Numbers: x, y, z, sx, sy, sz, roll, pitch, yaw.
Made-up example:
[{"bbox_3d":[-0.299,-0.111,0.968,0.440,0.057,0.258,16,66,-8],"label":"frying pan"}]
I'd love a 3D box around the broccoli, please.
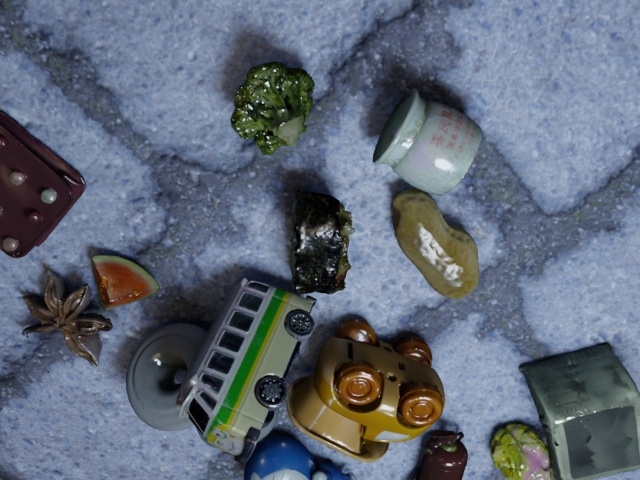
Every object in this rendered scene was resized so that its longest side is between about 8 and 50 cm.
[{"bbox_3d":[-0.076,-0.218,0.996,0.146,0.138,0.162,3,131,-35],"label":"broccoli"}]

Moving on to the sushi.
[{"bbox_3d":[0.000,0.000,1.099,0.115,0.147,0.212,-3,132,-6],"label":"sushi"}]

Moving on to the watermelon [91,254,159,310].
[{"bbox_3d":[-0.381,0.090,1.150,0.136,0.094,0.125,1,113,3],"label":"watermelon"}]

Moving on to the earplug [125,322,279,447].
[{"bbox_3d":[-0.235,0.304,1.214,0.326,0.175,0.214,28,79,-6],"label":"earplug"}]

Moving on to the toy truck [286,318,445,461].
[{"bbox_3d":[0.096,0.296,1.186,0.288,0.204,0.211,20,115,-9],"label":"toy truck"}]

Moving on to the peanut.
[{"bbox_3d":[0.215,0.003,1.112,0.120,0.110,0.236,-25,106,34],"label":"peanut"}]

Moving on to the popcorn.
[{"bbox_3d":[0.446,0.480,1.317,0.145,0.126,0.125,40,95,12],"label":"popcorn"}]

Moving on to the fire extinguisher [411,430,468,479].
[{"bbox_3d":[0.255,0.549,1.345,0.142,0.105,0.341,-16,124,-35],"label":"fire extinguisher"}]

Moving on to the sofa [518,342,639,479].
[{"bbox_3d":[0.548,0.366,1.236,0.210,0.176,0.225,-19,114,7],"label":"sofa"}]

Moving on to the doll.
[{"bbox_3d":[-0.046,0.541,1.325,0.257,0.161,0.215,23,138,-13],"label":"doll"}]

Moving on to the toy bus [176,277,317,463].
[{"bbox_3d":[-0.138,0.227,1.096,0.179,0.305,0.143,25,144,-2],"label":"toy bus"}]

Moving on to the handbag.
[{"bbox_3d":[-0.568,-0.096,1.079,0.203,0.074,0.216,-43,107,16],"label":"handbag"}]

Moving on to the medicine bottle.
[{"bbox_3d":[0.177,-0.166,1.011,0.143,0.147,0.147,27,111,-10],"label":"medicine bottle"}]

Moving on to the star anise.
[{"bbox_3d":[-0.496,0.144,1.179,0.208,0.063,0.171,18,109,14],"label":"star anise"}]
